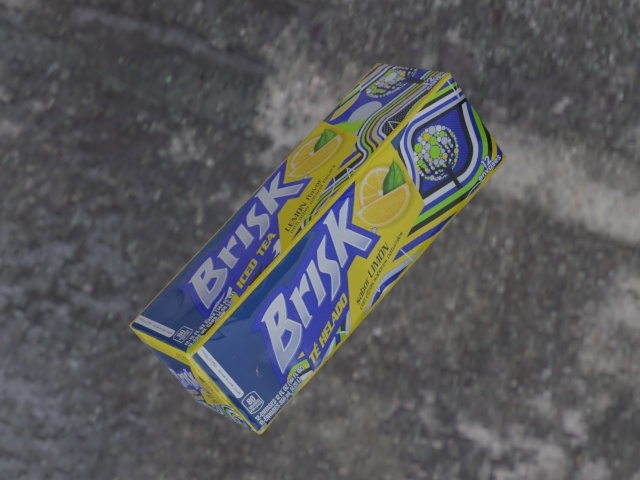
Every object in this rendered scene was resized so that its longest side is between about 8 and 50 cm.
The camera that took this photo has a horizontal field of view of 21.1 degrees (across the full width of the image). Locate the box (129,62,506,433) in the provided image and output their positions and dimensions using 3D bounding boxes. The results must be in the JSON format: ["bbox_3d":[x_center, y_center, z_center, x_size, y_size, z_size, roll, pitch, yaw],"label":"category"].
[{"bbox_3d":[0.000,0.000,0.745,0.059,0.169,0.054,17,151,55],"label":"box"}]
